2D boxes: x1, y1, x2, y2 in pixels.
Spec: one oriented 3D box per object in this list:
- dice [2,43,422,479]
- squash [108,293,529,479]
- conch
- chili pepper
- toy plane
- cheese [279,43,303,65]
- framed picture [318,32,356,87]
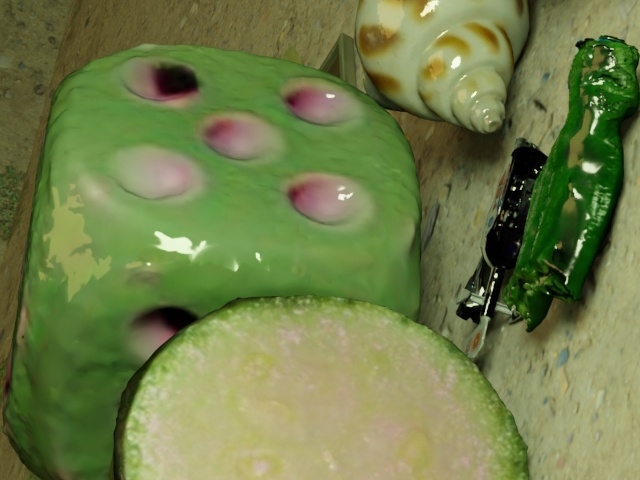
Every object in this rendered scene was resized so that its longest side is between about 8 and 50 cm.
[{"bbox_3d":[-0.097,0.043,1.583,0.330,0.318,0.322,-94,15,-51],"label":"dice"},{"bbox_3d":[-0.025,0.245,1.404,0.309,0.310,0.310,110,169,-52],"label":"squash"},{"bbox_3d":[0.108,-0.183,1.616,0.275,0.149,0.182,-77,-13,-49],"label":"conch"},{"bbox_3d":[0.190,-0.040,1.372,0.098,0.061,0.224,167,118,-72],"label":"chili pepper"},{"bbox_3d":[0.149,0.002,1.468,0.078,0.053,0.197,142,146,-72],"label":"toy plane"},{"bbox_3d":[-0.043,-0.193,2.246,0.084,0.041,0.060,109,178,-54],"label":"cheese"},{"bbox_3d":[-0.019,-0.054,2.059,0.240,0.020,0.324,-57,21,33],"label":"framed picture"}]
